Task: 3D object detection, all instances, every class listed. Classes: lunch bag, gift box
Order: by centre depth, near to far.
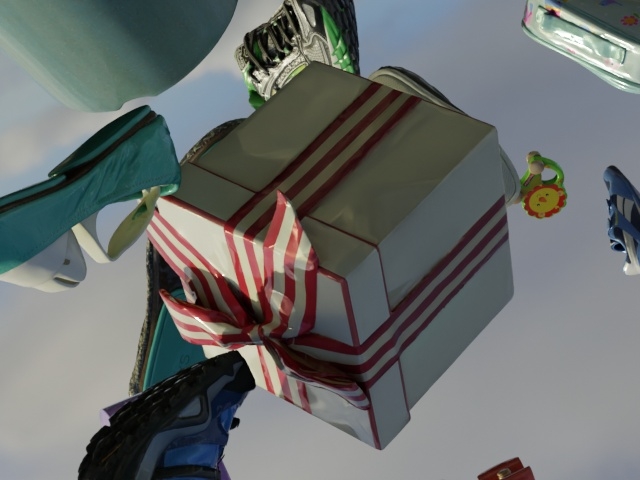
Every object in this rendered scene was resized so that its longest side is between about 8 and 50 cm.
[{"bbox_3d":[0.000,0.000,1.352,0.255,0.276,0.258,20,-127,37],"label":"gift box"},{"bbox_3d":[0.448,-0.333,2.241,0.279,0.108,0.224,34,-130,32],"label":"lunch bag"}]

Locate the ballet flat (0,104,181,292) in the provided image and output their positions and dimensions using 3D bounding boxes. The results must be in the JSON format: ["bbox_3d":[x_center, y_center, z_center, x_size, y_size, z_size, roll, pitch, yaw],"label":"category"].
[{"bbox_3d":[-0.177,-0.015,1.047,0.083,0.087,0.247,-19,-167,41],"label":"ballet flat"}]

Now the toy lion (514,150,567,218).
[{"bbox_3d":[0.342,-0.080,2.299,0.100,0.096,0.034,-58,-158,32],"label":"toy lion"}]

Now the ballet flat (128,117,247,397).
[{"bbox_3d":[-0.175,0.032,2.091,0.164,0.483,0.182,11,-160,-14],"label":"ballet flat"}]

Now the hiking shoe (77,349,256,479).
[{"bbox_3d":[-0.135,0.216,1.232,0.113,0.132,0.304,-21,-159,44],"label":"hiking shoe"}]

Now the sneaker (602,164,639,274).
[{"bbox_3d":[0.349,-0.023,1.706,0.059,0.053,0.144,-32,-126,19],"label":"sneaker"}]

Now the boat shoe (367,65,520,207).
[{"bbox_3d":[0.156,-0.131,1.831,0.084,0.233,0.079,-50,176,17],"label":"boat shoe"}]

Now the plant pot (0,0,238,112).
[{"bbox_3d":[-0.266,-0.324,1.503,0.341,0.334,0.341,-15,-129,19],"label":"plant pot"}]

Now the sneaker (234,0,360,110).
[{"bbox_3d":[-0.029,-0.227,1.827,0.146,0.134,0.343,-5,161,-6],"label":"sneaker"}]

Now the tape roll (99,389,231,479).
[{"bbox_3d":[-0.160,0.303,1.704,0.090,0.275,0.275,-23,-171,-16],"label":"tape roll"}]

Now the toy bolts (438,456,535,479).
[{"bbox_3d":[0.211,0.406,2.008,0.228,0.159,0.218,-25,-178,2],"label":"toy bolts"}]
